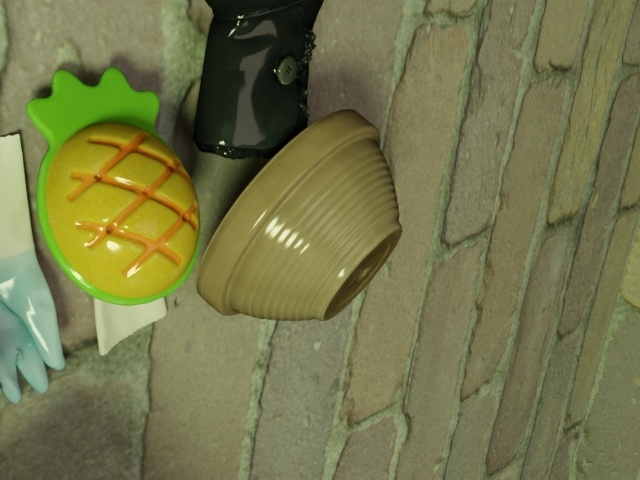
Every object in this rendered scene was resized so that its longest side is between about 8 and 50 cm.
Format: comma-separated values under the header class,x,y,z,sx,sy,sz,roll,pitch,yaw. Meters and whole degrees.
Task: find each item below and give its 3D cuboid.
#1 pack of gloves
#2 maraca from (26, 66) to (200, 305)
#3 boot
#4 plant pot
class,x,y,z,sx,sy,sz,roll,pitch,yaw
pack of gloves,-0.199,0.017,0.710,0.195,0.046,0.232,-32,132,-41
maraca,-0.154,-0.042,0.657,0.127,0.099,0.186,-12,83,-40
boot,-0.073,-0.172,0.733,0.246,0.094,0.207,-6,109,-60
plant pot,0.000,0.000,0.838,0.237,0.109,0.237,-45,166,-15
